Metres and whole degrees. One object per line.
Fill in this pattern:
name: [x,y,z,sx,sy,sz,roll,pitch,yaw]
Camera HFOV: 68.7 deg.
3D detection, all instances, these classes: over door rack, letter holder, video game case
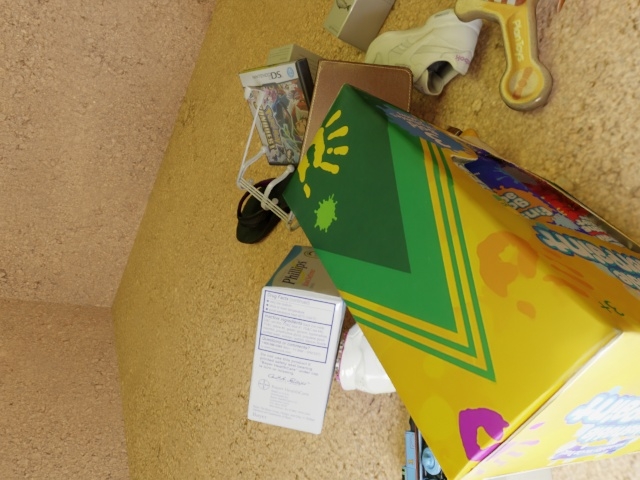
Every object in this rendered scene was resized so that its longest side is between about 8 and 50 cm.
over door rack: [-0.103,-0.214,1.243,0.240,0.108,0.324,39,136,24]
letter holder: [0.089,-0.211,1.016,0.215,0.152,0.301,12,94,19]
video game case: [-0.093,-0.329,1.254,0.248,0.035,0.274,11,127,44]

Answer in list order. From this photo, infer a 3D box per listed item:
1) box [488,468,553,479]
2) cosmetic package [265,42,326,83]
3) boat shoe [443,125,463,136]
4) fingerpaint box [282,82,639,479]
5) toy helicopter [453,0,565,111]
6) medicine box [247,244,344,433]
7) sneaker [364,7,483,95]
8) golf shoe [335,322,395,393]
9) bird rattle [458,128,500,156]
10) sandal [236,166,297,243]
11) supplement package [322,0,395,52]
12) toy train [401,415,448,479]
box: [0.268,0.356,0.675,0.094,0.113,0.274,-26,58,50]
cosmetic package: [-0.077,-0.453,1.380,0.151,0.152,0.183,25,100,56]
boat shoe: [0.239,-0.111,0.896,0.073,0.073,0.206,30,114,41]
fingerpaint box: [0.233,0.034,0.525,0.163,0.445,0.371,-59,38,25]
toy helicopter: [0.346,-0.398,0.784,0.235,0.140,0.354,-7,90,29]
medicine box: [-0.032,0.188,0.969,0.263,0.149,0.288,-62,-18,-72]
sneaker: [0.193,-0.376,0.999,0.305,0.114,0.151,0,79,55]
golf shoe: [0.129,0.162,0.958,0.140,0.115,0.305,9,71,19]
bird rattle: [0.230,-0.072,0.804,0.207,0.253,0.143,-38,1,6]
sandal: [-0.170,-0.127,1.453,0.446,0.107,0.167,-33,54,45]
supplement package: [0.105,-0.599,1.204,0.179,0.105,0.105,-60,39,25]
toy train: [0.191,0.373,0.809,0.105,0.080,0.183,-26,59,56]
